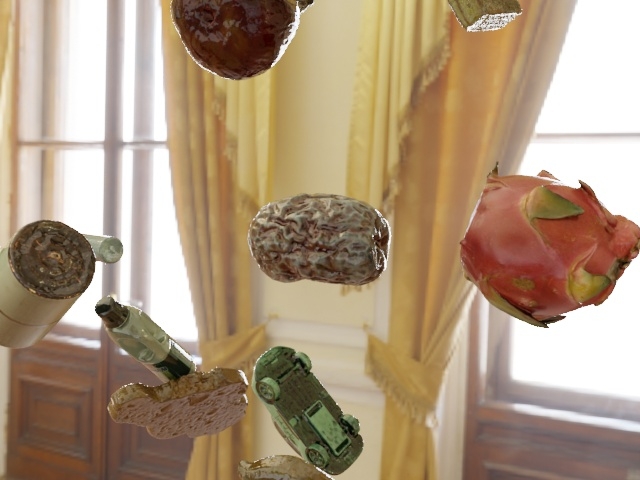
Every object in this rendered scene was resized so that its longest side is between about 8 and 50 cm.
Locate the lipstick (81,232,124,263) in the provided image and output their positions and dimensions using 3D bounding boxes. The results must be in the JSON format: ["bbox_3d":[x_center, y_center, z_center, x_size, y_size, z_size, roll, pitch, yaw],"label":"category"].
[{"bbox_3d":[-0.396,0.012,1.379,0.048,0.048,0.158,0,3,-41],"label":"lipstick"}]

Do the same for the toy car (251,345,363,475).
[{"bbox_3d":[-0.042,0.381,1.762,0.136,0.306,0.125,-34,-8,-44],"label":"toy car"}]

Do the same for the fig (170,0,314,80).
[{"bbox_3d":[-0.094,-0.383,1.265,0.190,0.191,0.290,4,41,49],"label":"fig"}]

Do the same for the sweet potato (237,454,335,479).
[{"bbox_3d":[-0.014,0.367,1.154,0.233,0.081,0.062,28,14,11],"label":"sweet potato"}]

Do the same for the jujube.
[{"bbox_3d":[0.000,0.000,1.777,0.317,0.226,0.226,7,4,29],"label":"jujube"}]

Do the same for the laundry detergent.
[{"bbox_3d":[-0.294,0.160,1.315,0.099,0.070,0.226,31,-17,38],"label":"laundry detergent"}]

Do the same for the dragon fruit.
[{"bbox_3d":[0.307,0.011,1.098,0.227,0.224,0.224,29,9,13],"label":"dragon fruit"}]

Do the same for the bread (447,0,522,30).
[{"bbox_3d":[0.377,-0.639,1.972,0.184,0.234,0.110,-19,-4,-44],"label":"bread"}]

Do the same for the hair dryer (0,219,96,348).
[{"bbox_3d":[-0.517,0.011,1.128,0.362,0.128,0.203,30,-41,-21],"label":"hair dryer"}]

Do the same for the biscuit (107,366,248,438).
[{"bbox_3d":[-0.234,0.279,1.372,0.319,0.183,0.047,11,38,-51],"label":"biscuit"}]
